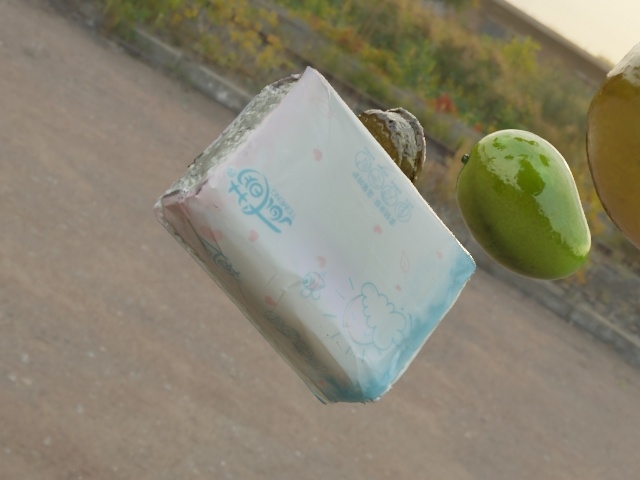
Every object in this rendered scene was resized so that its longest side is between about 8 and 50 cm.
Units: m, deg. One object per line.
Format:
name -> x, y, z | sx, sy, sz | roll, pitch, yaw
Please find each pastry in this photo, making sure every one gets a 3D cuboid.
pastry -> 0.135, -0.191, 2.385 | 0.103, 0.189, 0.189 | -2, 33, -39

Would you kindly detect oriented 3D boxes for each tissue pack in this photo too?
tissue pack -> 0.001, -0.002, 1.062 | 0.271, 0.201, 0.124 | 49, -32, -16

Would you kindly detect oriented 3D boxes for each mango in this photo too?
mango -> 0.327, -0.048, 1.809 | 0.273, 0.185, 0.149 | 66, -6, -15

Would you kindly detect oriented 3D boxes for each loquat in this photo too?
loquat -> 0.483, -0.113, 1.396 | 0.328, 0.328, 0.359 | 30, -18, -8
